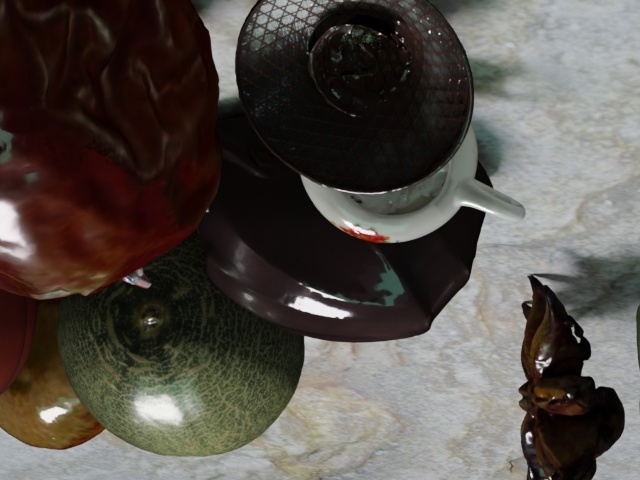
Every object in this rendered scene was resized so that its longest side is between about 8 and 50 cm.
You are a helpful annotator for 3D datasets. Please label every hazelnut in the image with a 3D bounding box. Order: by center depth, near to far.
[{"bbox_3d":[-0.295,0.152,2.267,0.210,0.186,0.210,-1,144,-1],"label":"hazelnut"}]

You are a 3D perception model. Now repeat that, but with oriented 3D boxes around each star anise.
[{"bbox_3d":[0.260,0.157,2.017,0.102,0.272,0.272,-3,161,-5],"label":"star anise"}]

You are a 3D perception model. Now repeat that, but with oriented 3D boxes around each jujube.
[{"bbox_3d":[-0.211,-0.105,1.418,0.276,0.276,0.377,-1,157,21],"label":"jujube"}]

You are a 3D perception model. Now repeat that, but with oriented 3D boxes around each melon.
[{"bbox_3d":[-0.134,0.095,1.958,0.248,0.248,0.329,5,169,7],"label":"melon"}]

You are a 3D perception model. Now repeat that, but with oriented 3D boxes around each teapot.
[{"bbox_3d":[0.065,-0.068,1.609,0.226,0.145,0.092,20,-167,-5],"label":"teapot"}]

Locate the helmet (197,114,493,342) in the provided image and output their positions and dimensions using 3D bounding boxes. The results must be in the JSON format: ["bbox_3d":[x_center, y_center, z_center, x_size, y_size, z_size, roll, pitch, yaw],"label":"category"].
[{"bbox_3d":[0.000,0.000,1.761,0.305,0.177,0.225,1,161,12],"label":"helmet"}]

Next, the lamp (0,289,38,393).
[{"bbox_3d":[-0.403,0.055,1.738,0.303,0.257,0.303,11,-170,-2],"label":"lamp"}]

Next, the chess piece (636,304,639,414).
[{"bbox_3d":[0.403,0.270,1.959,0.234,0.442,0.234,3,160,1],"label":"chess piece"}]

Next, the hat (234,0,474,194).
[{"bbox_3d":[0.035,-0.137,1.521,0.193,0.082,0.193,9,121,15],"label":"hat"}]

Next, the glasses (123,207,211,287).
[{"bbox_3d":[-0.201,-0.055,1.690,0.255,0.095,0.162,48,-168,33],"label":"glasses"}]
